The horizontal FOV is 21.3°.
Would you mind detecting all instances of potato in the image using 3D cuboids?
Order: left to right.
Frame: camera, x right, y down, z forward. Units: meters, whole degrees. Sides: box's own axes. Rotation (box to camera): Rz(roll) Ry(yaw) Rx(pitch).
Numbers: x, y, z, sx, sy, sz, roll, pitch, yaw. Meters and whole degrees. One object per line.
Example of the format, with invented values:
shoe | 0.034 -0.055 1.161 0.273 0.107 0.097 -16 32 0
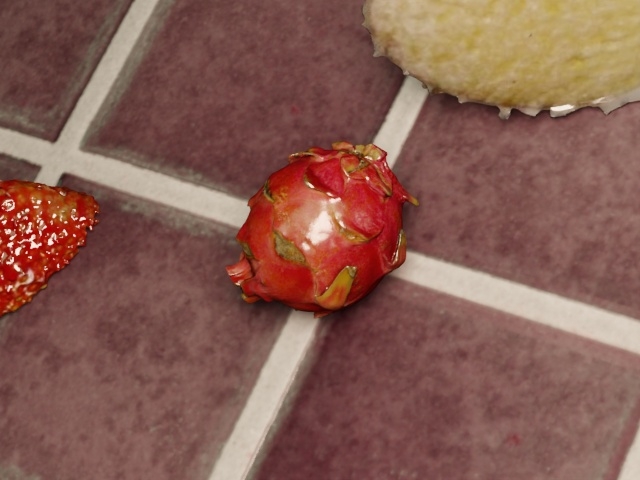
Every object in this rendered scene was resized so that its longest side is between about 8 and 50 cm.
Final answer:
potato | 0.183 -0.276 1.366 0.289 0.301 0.237 11 44 -12

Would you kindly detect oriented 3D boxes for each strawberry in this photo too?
strawberry | -0.303 0.000 1.512 0.192 0.085 0.140 4 64 23

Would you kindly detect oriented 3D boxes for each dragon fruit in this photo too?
dragon fruit | 0.000 0.000 1.352 0.166 0.136 0.133 -36 53 17
